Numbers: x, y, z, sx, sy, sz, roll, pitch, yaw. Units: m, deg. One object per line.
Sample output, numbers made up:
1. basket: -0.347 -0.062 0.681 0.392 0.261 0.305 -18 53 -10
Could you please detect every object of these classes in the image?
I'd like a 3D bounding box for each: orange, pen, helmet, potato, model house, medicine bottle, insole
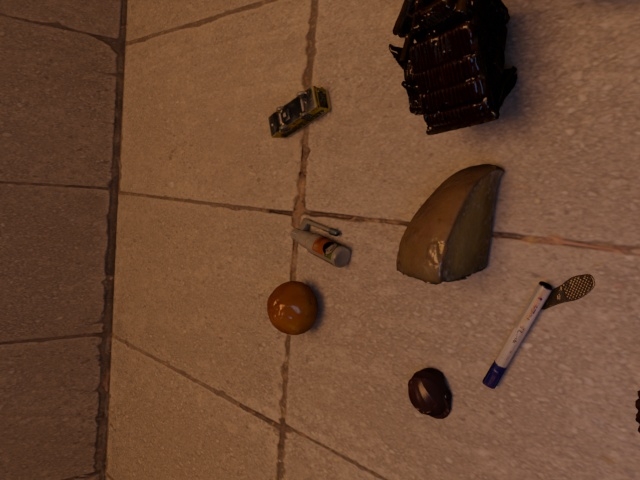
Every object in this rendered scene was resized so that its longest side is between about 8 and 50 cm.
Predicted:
1. orange: -0.084 0.195 1.832 0.159 0.136 0.158 -6 83 50
2. pen: 0.413 0.202 1.335 0.033 0.033 0.269 44 121 40
3. helmet: 0.250 0.364 1.496 0.098 0.070 0.123 -30 67 44
4. potato: 0.256 -0.051 1.398 0.211 0.190 0.264 19 104 48
5. model house: 0.247 -0.365 1.331 0.317 0.297 0.282 0 84 47
6. medicine bottle: 0.000 0.000 1.801 0.221 0.061 0.092 26 85 46
7. insole: 0.488 0.104 1.273 0.135 0.002 0.045 -34 65 44

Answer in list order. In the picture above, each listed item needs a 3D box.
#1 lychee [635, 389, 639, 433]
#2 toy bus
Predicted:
1. lychee: 0.623 0.282 0.944 0.268 0.268 0.267 0 90 49
2. toy bus: -0.068 -0.369 1.861 0.226 0.074 0.081 -24 71 47
